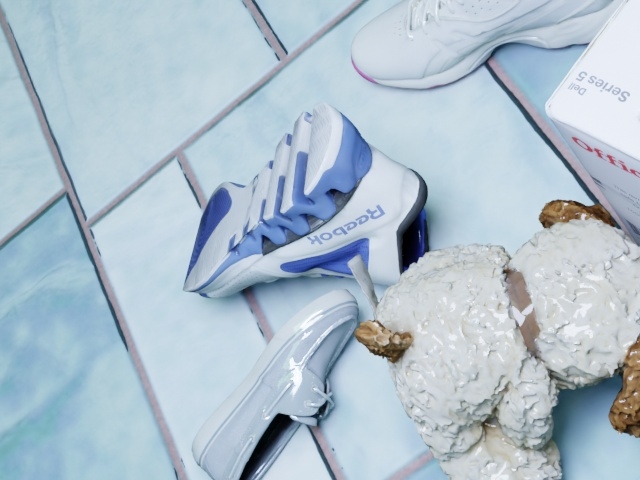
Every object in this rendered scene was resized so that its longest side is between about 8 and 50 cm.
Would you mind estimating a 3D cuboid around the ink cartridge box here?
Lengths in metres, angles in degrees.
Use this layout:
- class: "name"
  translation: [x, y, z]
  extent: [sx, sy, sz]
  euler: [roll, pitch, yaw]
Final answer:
- class: "ink cartridge box"
  translation: [0.311, -0.038, 0.806]
  extent: [0.198, 0.273, 0.114]
  euler: [36, 89, 38]

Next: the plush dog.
- class: "plush dog"
  translation: [0.165, 0.065, 0.891]
  extent: [0.225, 0.210, 0.262]
  euler: [-25, 55, 16]

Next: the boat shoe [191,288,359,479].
- class: "boat shoe"
  translation: [-0.028, 0.151, 1.059]
  extent: [0.227, 0.079, 0.081]
  euler: [-50, 61, 7]

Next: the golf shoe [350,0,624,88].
- class: "golf shoe"
  translation: [0.152, -0.242, 1.094]
  extent: [0.306, 0.140, 0.115]
  euler: [-14, 62, 28]

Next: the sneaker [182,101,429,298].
- class: "sneaker"
  translation: [0.001, -0.001, 1.077]
  extent: [0.315, 0.182, 0.127]
  euler: [-33, 39, 52]
